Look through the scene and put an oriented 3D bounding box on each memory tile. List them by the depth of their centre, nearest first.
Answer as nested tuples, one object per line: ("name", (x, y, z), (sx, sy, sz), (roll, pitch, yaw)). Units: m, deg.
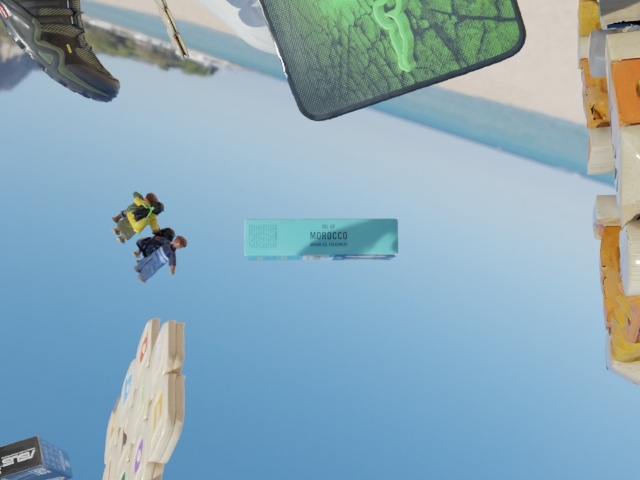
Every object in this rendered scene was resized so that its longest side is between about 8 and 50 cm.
("memory tile", (-0.225, -0.325, 1.127), (0.012, 0.113, 0.148), (-25, -154, -6))

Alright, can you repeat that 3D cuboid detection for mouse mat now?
("mouse mat", (0.026, -0.179, 0.465), (0.152, 0.190, 0.007), (-16, -164, 18))

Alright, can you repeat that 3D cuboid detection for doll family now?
("doll family", (-0.309, -0.013, 1.410), (0.193, 0.111, 0.076), (57, -173, 12))

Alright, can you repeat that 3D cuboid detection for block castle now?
("block castle", (0.351, -0.113, 0.677), (0.212, 0.453, 0.303), (-3, 152, 16))

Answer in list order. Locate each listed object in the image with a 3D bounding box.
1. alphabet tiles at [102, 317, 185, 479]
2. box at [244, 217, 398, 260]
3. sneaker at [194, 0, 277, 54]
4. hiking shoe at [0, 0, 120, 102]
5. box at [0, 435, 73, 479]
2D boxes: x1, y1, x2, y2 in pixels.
("alphabet tiles", (-0.178, 0.219, 0.724), (0.021, 0.284, 0.278), (15, -151, -20))
("box", (0.000, 0.000, 1.258), (0.244, 0.060, 0.100), (0, 174, -2))
("sneaker", (-0.110, -0.417, 1.312), (0.290, 0.106, 0.123), (24, 144, -32))
("hiking shoe", (-0.280, -0.248, 0.808), (0.227, 0.114, 0.086), (47, 177, -27))
("box", (-0.621, 0.457, 1.504), (0.216, 0.060, 0.270), (-14, 161, -12))
